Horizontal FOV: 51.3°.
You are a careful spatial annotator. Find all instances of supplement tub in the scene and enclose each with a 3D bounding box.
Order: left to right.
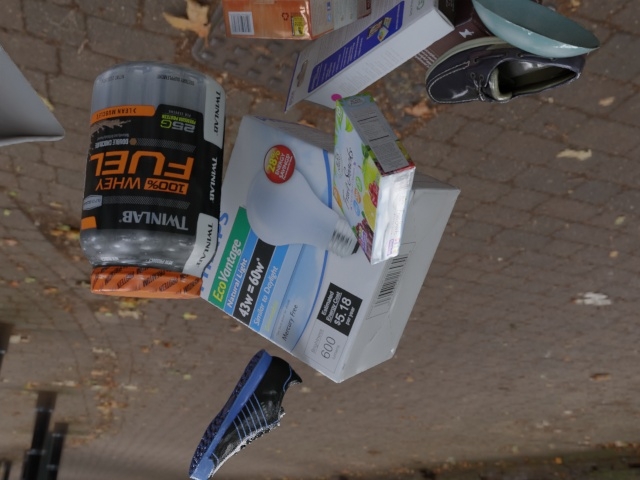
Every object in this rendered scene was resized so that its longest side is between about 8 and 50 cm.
[{"bbox_3d":[-0.256,-0.084,1.027,0.207,0.338,0.207,1,171,0],"label":"supplement tub"}]

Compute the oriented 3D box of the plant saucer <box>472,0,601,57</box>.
[{"bbox_3d":[0.290,-0.296,0.926,0.195,0.195,0.037,9,125,-17],"label":"plant saucer"}]

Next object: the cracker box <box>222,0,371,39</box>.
[{"bbox_3d":[-0.031,-0.384,1.092,0.156,0.232,0.067,10,121,26],"label":"cracker box"}]

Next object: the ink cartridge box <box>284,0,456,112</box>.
[{"bbox_3d":[0.085,-0.362,1.216,0.371,0.175,0.069,-23,134,40],"label":"ink cartridge box"}]

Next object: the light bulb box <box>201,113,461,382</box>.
[{"bbox_3d":[0.000,0.000,1.216,0.361,0.358,0.225,27,-165,27],"label":"light bulb box"}]

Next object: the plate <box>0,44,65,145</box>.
[{"bbox_3d":[-0.342,-0.176,0.516,0.045,0.278,0.277,-35,-169,4],"label":"plate"}]

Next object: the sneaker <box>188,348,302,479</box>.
[{"bbox_3d":[-0.118,0.294,1.074,0.090,0.232,0.081,35,169,-12],"label":"sneaker"}]

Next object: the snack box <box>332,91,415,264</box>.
[{"bbox_3d":[0.047,-0.057,0.641,0.037,0.100,0.141,-17,147,-12],"label":"snack box"}]

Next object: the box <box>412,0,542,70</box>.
[{"bbox_3d":[0.288,-0.414,1.240,0.168,0.203,0.167,31,157,-32],"label":"box"}]

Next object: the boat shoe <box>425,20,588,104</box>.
[{"bbox_3d":[0.292,-0.272,1.088,0.285,0.092,0.103,-7,141,37],"label":"boat shoe"}]
